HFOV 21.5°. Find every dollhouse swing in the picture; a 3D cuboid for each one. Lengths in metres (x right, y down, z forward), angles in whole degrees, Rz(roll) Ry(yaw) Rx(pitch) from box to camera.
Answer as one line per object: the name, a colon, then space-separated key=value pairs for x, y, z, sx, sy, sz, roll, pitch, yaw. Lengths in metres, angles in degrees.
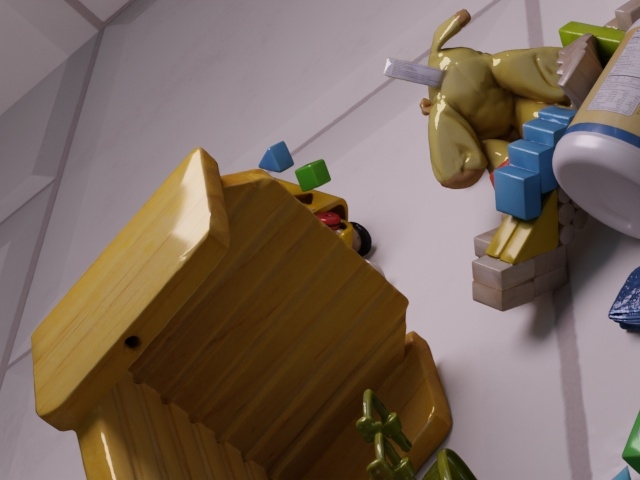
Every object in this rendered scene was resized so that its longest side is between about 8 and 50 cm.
dollhouse swing: x=-0.025 y=0.165 z=1.429 sx=0.315 sy=0.347 sz=0.305 roll=-49 pitch=34 yaw=-1

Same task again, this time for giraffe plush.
giraffe plush: x=0.169 y=-0.131 z=1.765 sx=0.181 sy=0.210 sz=0.170 roll=-60 pitch=-7 yaw=-1

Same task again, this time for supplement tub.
supplement tub: x=0.312 y=-0.113 z=1.496 sx=0.199 sy=0.144 sz=0.144 roll=-56 pitch=26 yaw=-17

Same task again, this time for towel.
towel: x=0.301 y=0.046 z=1.426 sx=0.119 sy=0.029 sz=0.067 roll=-5 pitch=48 yaw=56

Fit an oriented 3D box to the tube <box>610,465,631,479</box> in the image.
tube: x=0.222 y=0.245 z=1.255 sx=0.080 sy=0.052 sz=0.207 roll=-38 pitch=22 yaw=12

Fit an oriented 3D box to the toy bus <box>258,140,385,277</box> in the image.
toy bus: x=-0.010 y=-0.008 z=1.909 sx=0.191 sy=0.202 sz=0.104 roll=-36 pitch=-3 yaw=41

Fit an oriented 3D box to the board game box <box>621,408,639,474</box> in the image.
board game box: x=0.390 y=0.067 z=1.209 sx=0.316 sy=0.064 sz=0.242 roll=-13 pitch=43 yaw=52

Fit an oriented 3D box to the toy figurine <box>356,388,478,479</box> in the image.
toy figurine: x=0.046 y=0.312 z=1.292 sx=0.217 sy=0.191 sz=0.362 roll=-47 pitch=23 yaw=15

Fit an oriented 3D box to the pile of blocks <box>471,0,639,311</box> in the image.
pile of blocks: x=0.223 y=-0.105 z=1.602 sx=0.112 sy=0.149 sz=0.362 roll=20 pitch=71 yaw=50
